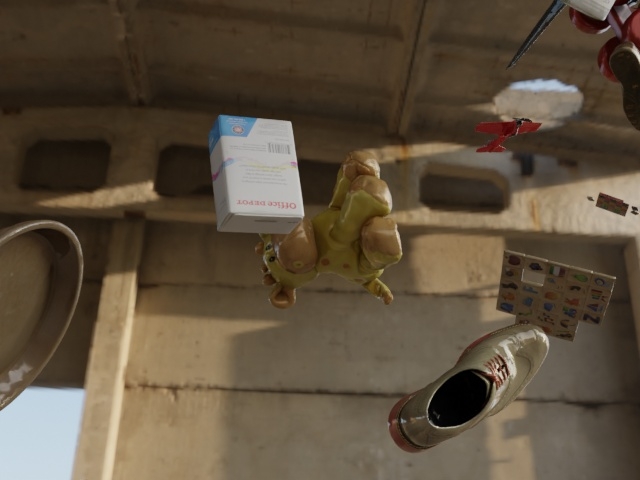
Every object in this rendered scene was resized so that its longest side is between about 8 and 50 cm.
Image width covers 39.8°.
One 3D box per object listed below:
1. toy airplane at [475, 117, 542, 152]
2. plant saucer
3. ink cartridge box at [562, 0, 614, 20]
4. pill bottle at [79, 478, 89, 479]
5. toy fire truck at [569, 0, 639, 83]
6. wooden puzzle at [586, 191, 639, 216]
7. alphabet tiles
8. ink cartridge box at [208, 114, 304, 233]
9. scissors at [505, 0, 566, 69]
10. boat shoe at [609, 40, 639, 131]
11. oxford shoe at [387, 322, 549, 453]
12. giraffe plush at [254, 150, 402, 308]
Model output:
[{"bbox_3d":[0.357,-0.205,1.739,0.151,0.028,0.151,-9,-16,-3],"label":"toy airplane"},{"bbox_3d":[-0.390,0.096,1.072,0.041,0.278,0.278,25,-24,16],"label":"plant saucer"},{"bbox_3d":[0.329,-0.364,0.996,0.109,0.062,0.209,-1,-57,-53],"label":"ink cartridge box"},{"bbox_3d":[-0.269,0.386,0.946,0.130,0.245,0.130,-14,-11,-3],"label":"pill bottle"},{"bbox_3d":[0.683,-0.486,1.832,0.254,0.302,0.169,-24,-10,-9],"label":"toy fire truck"},{"bbox_3d":[0.465,-0.057,1.407,0.083,0.006,0.049,23,-14,18],"label":"wooden puzzle"},{"bbox_3d":[0.432,0.112,1.659,0.198,0.009,0.237,15,-34,16],"label":"alphabet tiles"},{"bbox_3d":[-0.073,-0.071,0.983,0.089,0.122,0.052,2,-25,-24],"label":"ink cartridge box"},{"bbox_3d":[0.329,-0.342,1.142,0.021,0.109,0.297,-4,-22,-37],"label":"scissors"},{"bbox_3d":[0.580,-0.282,1.612,0.064,0.060,0.178,-8,-58,38],"label":"boat shoe"},{"bbox_3d":[0.276,0.238,1.467,0.348,0.123,0.130,-33,-6,-28],"label":"oxford shoe"},{"bbox_3d":[0.000,0.000,1.172,0.170,0.181,0.210,-9,-42,-8],"label":"giraffe plush"}]
